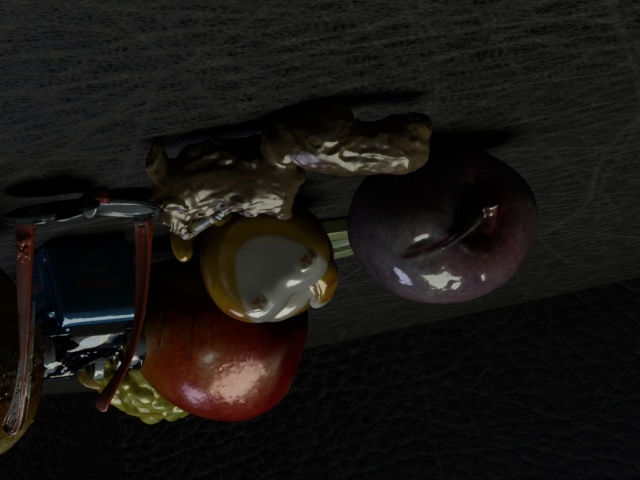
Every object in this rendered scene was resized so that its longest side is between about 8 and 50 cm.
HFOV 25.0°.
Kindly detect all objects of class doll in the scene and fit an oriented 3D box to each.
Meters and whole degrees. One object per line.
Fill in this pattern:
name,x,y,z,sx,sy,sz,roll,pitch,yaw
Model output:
doll,-0.065,0.026,1.828,0.167,0.162,0.269,-35,164,1

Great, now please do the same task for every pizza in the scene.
pizza,-0.147,0.005,2.022,0.099,0.029,0.100,-6,170,-14

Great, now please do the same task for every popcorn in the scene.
popcorn,-0.259,0.172,2.303,0.258,0.224,0.270,-46,-166,26

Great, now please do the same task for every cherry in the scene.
cherry,0.139,-0.019,1.667,0.213,0.183,0.266,6,-179,-28

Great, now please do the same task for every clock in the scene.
clock,0.000,0.000,2.151,0.235,0.029,0.235,-10,171,-2

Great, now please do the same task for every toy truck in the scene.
toy truck,-0.345,0.109,2.015,0.146,0.175,0.367,-3,169,-24

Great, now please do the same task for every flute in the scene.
flute,-0.090,-0.050,1.631,0.027,0.027,0.233,0,160,-44

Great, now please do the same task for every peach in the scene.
peach,-0.134,0.141,2.049,0.249,0.245,0.275,-25,-159,-27

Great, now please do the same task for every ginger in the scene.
ginger,-0.031,-0.074,1.419,0.290,0.122,0.084,-14,-158,12

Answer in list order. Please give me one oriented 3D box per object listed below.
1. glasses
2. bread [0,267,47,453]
glasses,-0.257,0.076,1.627,0.118,0.268,0.234,2,-176,26
bread,-0.437,0.110,1.660,0.159,0.305,0.305,-44,157,20
